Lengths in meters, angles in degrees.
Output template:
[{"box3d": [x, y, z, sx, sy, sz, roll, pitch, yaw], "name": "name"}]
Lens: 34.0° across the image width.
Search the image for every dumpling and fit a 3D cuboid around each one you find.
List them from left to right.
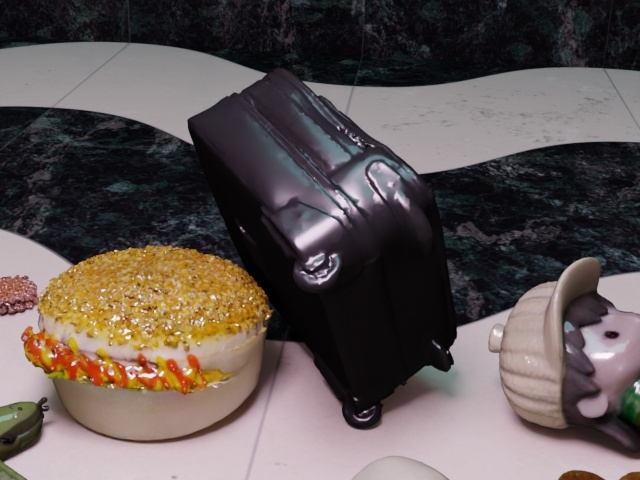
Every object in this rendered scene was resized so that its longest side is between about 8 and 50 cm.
[{"box3d": [0.073, 0.274, 1.002, 0.150, 0.093, 0.176, -29, 41, -27], "name": "dumpling"}]

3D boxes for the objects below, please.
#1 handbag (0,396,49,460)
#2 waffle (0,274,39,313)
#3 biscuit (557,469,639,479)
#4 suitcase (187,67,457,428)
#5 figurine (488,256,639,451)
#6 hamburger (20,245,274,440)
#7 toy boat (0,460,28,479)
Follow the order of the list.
[{"box3d": [-0.353, 0.208, 1.159, 0.111, 0.047, 0.072, -22, 34, -39], "name": "handbag"}, {"box3d": [-0.439, 0.077, 1.478, 0.075, 0.029, 0.083, -18, 33, -32], "name": "waffle"}, {"box3d": [0.302, 0.303, 1.001, 0.179, 0.039, 0.236, 4, 24, -1], "name": "biscuit"}, {"box3d": [0.000, 0.000, 1.221, 0.188, 0.345, 0.339, -35, 53, -12], "name": "suitcase"}, {"box3d": [0.354, 0.173, 1.197, 0.332, 0.204, 0.185, 39, 32, 10], "name": "figurine"}, {"box3d": [-0.197, 0.104, 1.246, 0.275, 0.179, 0.294, 7, 24, 14], "name": "hamburger"}, {"box3d": [-0.302, 0.271, 1.010, 0.293, 0.055, 0.093, 23, 32, 39], "name": "toy boat"}]
